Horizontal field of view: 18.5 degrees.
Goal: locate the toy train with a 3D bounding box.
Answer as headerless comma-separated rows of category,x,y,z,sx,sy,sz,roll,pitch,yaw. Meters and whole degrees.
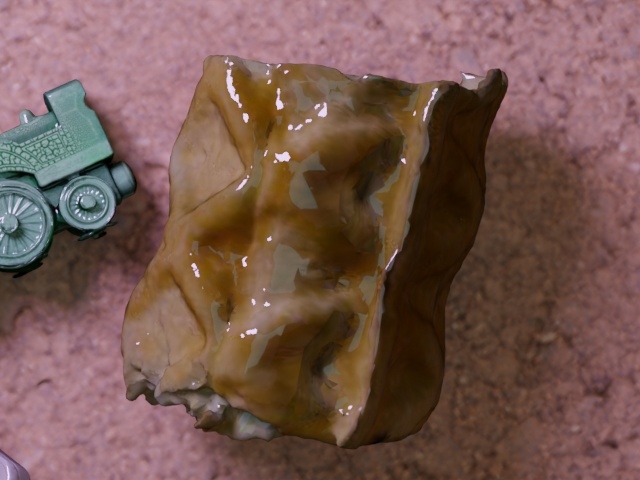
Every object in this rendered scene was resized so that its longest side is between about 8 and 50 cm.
toy train,-0.213,-0.027,1.290,0.178,0.071,0.104,-25,92,-10

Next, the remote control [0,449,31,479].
remote control,-0.292,0.125,1.227,0.250,0.034,0.103,33,87,30

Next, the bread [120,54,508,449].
bread,-0.003,0.000,1.273,0.239,0.196,0.252,6,96,-11
